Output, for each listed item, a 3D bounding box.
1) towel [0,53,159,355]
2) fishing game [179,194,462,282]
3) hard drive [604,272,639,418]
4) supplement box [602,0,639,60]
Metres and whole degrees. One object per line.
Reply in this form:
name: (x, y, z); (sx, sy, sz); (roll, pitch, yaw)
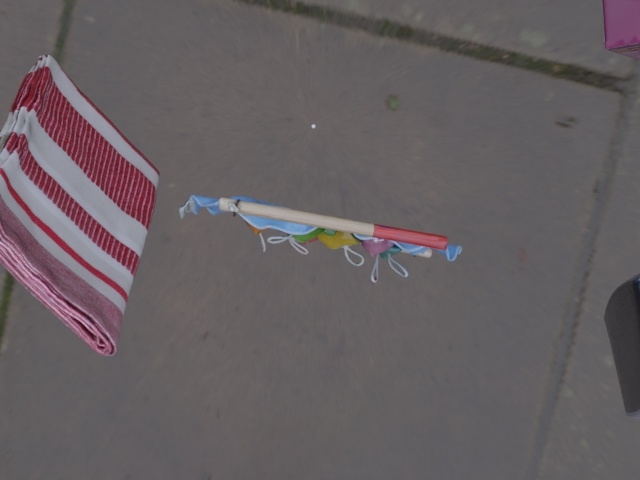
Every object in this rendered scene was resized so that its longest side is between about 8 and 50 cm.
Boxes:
towel: (-0.288, -0.051, 1.700); (0.037, 0.329, 0.237); (-26, 123, 26)
fishing game: (0.000, 0.000, 0.959); (0.189, 0.264, 0.041); (11, 89, -1)
hard drive: (0.387, 0.127, 1.705); (0.054, 0.255, 0.172); (-10, 76, 0)
supplement box: (0.260, -0.175, 1.146); (0.043, 0.083, 0.055); (-5, 86, 37)
